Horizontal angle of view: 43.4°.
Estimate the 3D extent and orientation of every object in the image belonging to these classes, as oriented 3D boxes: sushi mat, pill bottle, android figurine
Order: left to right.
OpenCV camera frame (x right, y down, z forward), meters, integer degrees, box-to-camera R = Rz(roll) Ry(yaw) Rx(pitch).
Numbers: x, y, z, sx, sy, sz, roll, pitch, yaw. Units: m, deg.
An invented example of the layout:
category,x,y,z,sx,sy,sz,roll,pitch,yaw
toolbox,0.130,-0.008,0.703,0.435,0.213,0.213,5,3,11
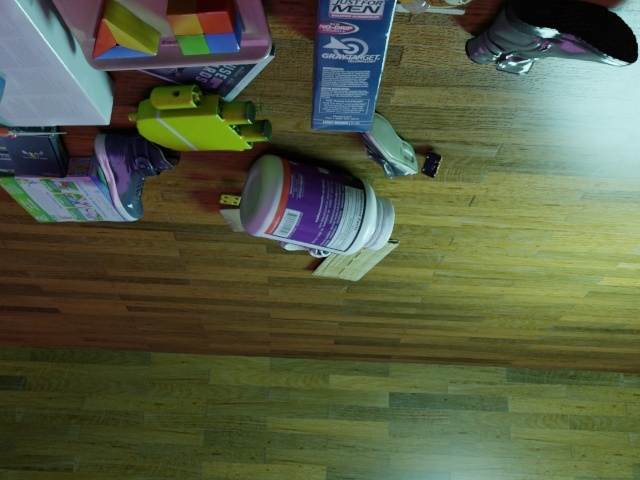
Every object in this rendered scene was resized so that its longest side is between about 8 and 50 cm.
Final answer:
category,x,y,z,sx,sy,sz,roll,pitch,yaw
android figurine,-0.240,-0.228,1.560,0.273,0.056,0.248,1,165,21
pill bottle,-0.005,-0.071,1.792,0.323,0.181,0.181,13,155,-25
sushi mat,0.094,0.050,2.281,0.152,0.019,0.316,10,155,-16

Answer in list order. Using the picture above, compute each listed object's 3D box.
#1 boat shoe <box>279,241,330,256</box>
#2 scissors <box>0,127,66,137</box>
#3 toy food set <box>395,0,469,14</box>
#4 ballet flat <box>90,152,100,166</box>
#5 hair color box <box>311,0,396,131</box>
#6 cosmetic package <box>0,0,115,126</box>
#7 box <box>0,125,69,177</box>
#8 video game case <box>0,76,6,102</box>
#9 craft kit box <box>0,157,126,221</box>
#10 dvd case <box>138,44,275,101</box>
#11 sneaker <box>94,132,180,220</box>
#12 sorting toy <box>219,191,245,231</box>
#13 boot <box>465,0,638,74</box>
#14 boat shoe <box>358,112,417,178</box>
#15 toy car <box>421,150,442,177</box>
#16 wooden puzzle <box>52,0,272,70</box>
category,x,y,z,sx,sy,sz,roll,pitch,yaw
boat shoe,0.000,0.000,2.084,0.258,0.084,0.095,-14,153,33
scissors,-0.578,-0.198,1.486,0.109,0.021,0.297,-14,179,43
toy food set,0.167,-0.366,1.192,0.133,0.038,0.192,5,171,5
ballet flat,-0.447,-0.175,1.776,0.114,0.041,0.041,8,157,-12
hair color box,0.044,-0.322,1.195,0.105,0.173,0.347,2,158,-1
cosmetic package,-0.551,-0.323,1.343,0.285,0.097,0.377,-2,157,8
box,-0.661,-0.204,1.686,0.233,0.059,0.183,4,156,-5
video game case,-0.699,-0.269,1.302,0.244,0.061,0.269,-12,152,36
craft kit box,-0.600,-0.115,1.903,0.247,0.060,0.250,-3,157,5
dvd case,-0.224,-0.326,1.397,0.239,0.029,0.179,16,154,-28
sneaker,-0.372,-0.136,1.725,0.164,0.086,0.226,-5,134,5
sorting toy,-0.168,-0.073,1.972,0.132,0.046,0.274,-2,157,10
boot,0.375,-0.321,1.318,0.247,0.083,0.161,14,162,-13
boat shoe,0.122,-0.186,1.631,0.079,0.084,0.233,-10,157,26
toy car,0.209,-0.172,1.742,0.122,0.060,0.040,10,-153,25
wooden puzzle,-0.258,-0.368,1.180,0.322,0.080,0.348,-1,150,8
